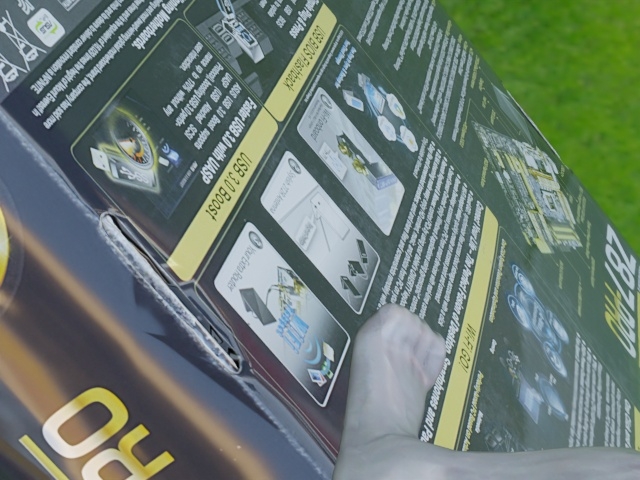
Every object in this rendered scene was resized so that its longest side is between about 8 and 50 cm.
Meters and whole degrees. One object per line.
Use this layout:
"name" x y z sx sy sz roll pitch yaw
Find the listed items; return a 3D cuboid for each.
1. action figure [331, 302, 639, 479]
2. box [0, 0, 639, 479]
"action figure" 0.142 0.186 0.328 0.178 0.330 0.341 -15 112 -52
"box" 0.000 0.000 0.639 0.318 0.097 0.395 48 23 -13
